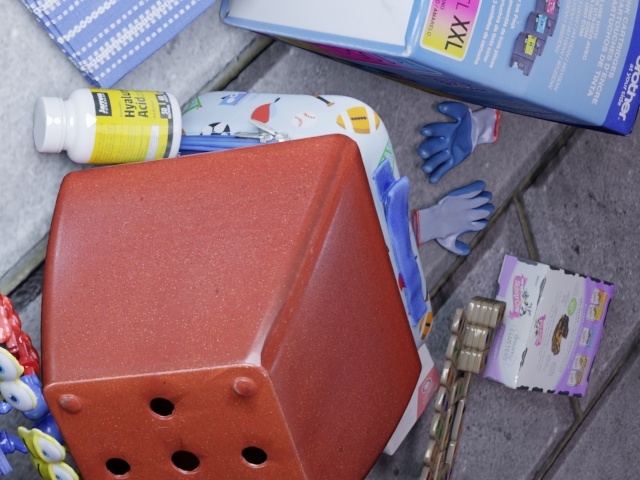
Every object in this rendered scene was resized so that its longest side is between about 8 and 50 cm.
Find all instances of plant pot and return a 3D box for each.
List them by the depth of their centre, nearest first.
[{"bbox_3d":[-0.084,0.102,1.162,0.236,0.267,0.267,-75,153,-52],"label":"plant pot"}]

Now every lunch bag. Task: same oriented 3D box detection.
[{"bbox_3d":[-0.021,0.001,1.311,0.115,0.243,0.303,-52,137,-40],"label":"lunch bag"}]

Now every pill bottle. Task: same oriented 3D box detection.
[{"bbox_3d":[-0.182,-0.097,1.209,0.116,0.065,0.065,-1,105,-25],"label":"pill bottle"}]

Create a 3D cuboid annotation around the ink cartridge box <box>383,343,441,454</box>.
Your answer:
[{"bbox_3d":[0.057,0.134,1.597,0.115,0.067,0.198,-51,138,-26],"label":"ink cartridge box"}]

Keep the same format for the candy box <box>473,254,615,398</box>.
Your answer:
[{"bbox_3d":[0.298,0.116,1.877,0.196,0.070,0.165,15,92,-52],"label":"candy box"}]

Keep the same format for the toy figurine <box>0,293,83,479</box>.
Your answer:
[{"bbox_3d":[-0.316,0.178,1.153,0.217,0.191,0.363,-23,133,-9],"label":"toy figurine"}]

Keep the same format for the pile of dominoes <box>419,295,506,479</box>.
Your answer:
[{"bbox_3d":[0.176,0.195,1.726,0.196,0.040,0.251,-8,110,-73],"label":"pile of dominoes"}]

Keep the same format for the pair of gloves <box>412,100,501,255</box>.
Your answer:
[{"bbox_3d":[0.163,-0.072,1.689,0.159,0.023,0.198,-19,116,-45],"label":"pair of gloves"}]

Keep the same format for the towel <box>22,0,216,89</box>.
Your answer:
[{"bbox_3d":[-0.176,-0.302,1.132,0.243,0.040,0.336,-41,136,-6],"label":"towel"}]

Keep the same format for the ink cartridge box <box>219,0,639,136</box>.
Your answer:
[{"bbox_3d":[0.142,-0.215,1.375,0.395,0.270,0.151,10,97,-43],"label":"ink cartridge box"}]
